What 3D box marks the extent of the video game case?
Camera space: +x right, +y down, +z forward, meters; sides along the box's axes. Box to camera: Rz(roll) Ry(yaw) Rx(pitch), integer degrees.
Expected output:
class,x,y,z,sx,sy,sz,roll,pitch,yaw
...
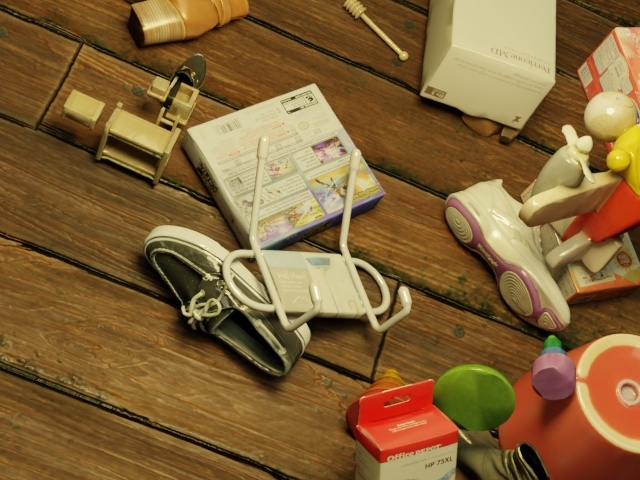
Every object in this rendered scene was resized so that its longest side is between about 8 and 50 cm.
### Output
class,x,y,z,sx,sy,sz,roll,pitch,yaw
video game case,-0.063,-0.121,1.938,0.270,0.061,0.244,-24,73,-28

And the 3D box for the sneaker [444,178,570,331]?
class,x,y,z,sx,sy,sz,roll,pitch,yaw
sneaker,0.357,0.016,1.985,0.152,0.114,0.305,-28,76,-28

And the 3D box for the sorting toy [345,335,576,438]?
class,x,y,z,sx,sy,sz,roll,pitch,yaw
sorting toy,0.217,0.217,1.758,0.127,0.366,0.126,61,24,-27

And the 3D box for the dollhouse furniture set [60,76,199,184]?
class,x,y,z,sx,sy,sz,roll,pitch,yaw
dollhouse furniture set,-0.319,-0.206,1.875,0.182,0.101,0.161,24,51,-6

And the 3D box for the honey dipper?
class,x,y,z,sx,sy,sz,roll,pitch,yaw
honey dipper,0.108,-0.403,2.167,0.160,0.030,0.030,47,59,4

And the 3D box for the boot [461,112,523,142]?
class,x,y,z,sx,sy,sz,roll,pitch,yaw
boot,0.333,-0.236,2.157,0.118,0.042,0.087,29,52,-5

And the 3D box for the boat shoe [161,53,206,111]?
class,x,y,z,sx,sy,sz,roll,pitch,yaw
boat shoe,-0.234,-0.281,1.974,0.049,0.042,0.133,29,57,-1

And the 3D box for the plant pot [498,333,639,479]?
class,x,y,z,sx,sy,sz,roll,pitch,yaw
plant pot,0.446,0.282,1.791,0.275,0.243,0.274,6,61,-10

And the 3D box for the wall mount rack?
class,x,y,z,sx,sy,sz,roll,pitch,yaw
wall mount rack,0.000,0.000,1.799,0.350,0.130,0.304,5,55,-43

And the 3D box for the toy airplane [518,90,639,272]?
class,x,y,z,sx,sy,sz,roll,pitch,yaw
toy airplane,0.505,-0.112,1.875,0.385,0.386,0.272,-24,83,8

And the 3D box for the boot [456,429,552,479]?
class,x,y,z,sx,sy,sz,roll,pitch,yaw
boot,0.288,0.340,1.766,0.083,0.161,0.246,-24,74,-29

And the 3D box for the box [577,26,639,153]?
class,x,y,z,sx,sy,sz,roll,pitch,yaw
box,0.641,-0.254,2.206,0.142,0.154,0.299,-6,65,-22

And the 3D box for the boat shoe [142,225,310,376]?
class,x,y,z,sx,sy,sz,roll,pitch,yaw
boat shoe,-0.160,0.100,1.758,0.306,0.113,0.105,42,40,-6

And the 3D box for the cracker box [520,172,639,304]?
class,x,y,z,sx,sy,sz,roll,pitch,yaw
cracker box,0.480,-0.005,2.069,0.156,0.067,0.232,-6,67,-23

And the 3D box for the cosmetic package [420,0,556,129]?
class,x,y,z,sx,sy,sz,roll,pitch,yaw
cosmetic package,0.324,-0.420,2.155,0.217,0.156,0.384,16,52,-12

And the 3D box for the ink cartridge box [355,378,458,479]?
class,x,y,z,sx,sy,sz,roll,pitch,yaw
ink cartridge box,0.127,0.334,1.678,0.134,0.231,0.078,-11,27,-24

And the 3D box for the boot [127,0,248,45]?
class,x,y,z,sx,sy,sz,roll,pitch,yaw
boot,-0.269,-0.492,2.027,0.220,0.109,0.283,-22,75,-26
